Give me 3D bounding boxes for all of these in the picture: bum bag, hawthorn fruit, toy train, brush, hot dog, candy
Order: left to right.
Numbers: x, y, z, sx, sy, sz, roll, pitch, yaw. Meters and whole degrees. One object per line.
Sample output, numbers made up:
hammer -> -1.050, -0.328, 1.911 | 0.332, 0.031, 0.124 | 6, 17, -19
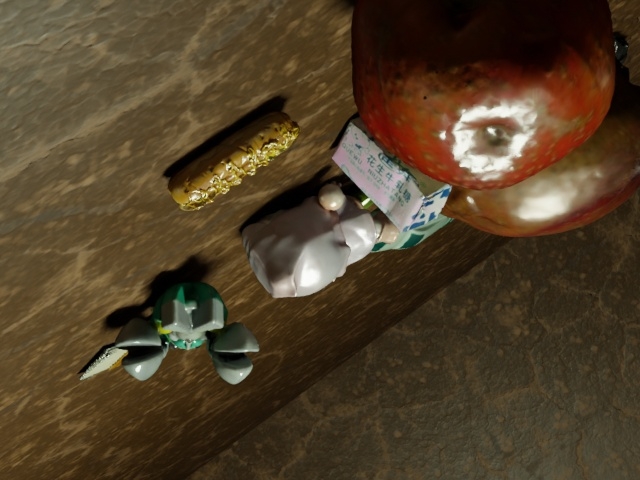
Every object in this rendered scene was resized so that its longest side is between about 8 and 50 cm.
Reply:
brush -> -0.261, 0.160, 1.799 | 0.090, 0.017, 0.314 | -41, 167, 33
hot dog -> -0.096, -0.091, 1.244 | 0.165, 0.045, 0.071 | -33, 165, -6
candy -> 0.098, -0.098, 1.473 | 0.073, 0.160, 0.092 | -31, 160, -34
toy train -> 0.179, -0.054, 1.910 | 0.407, 0.088, 0.086 | -31, 169, -48
hawthorn fruit -> 0.152, -0.191, 1.069 | 0.275, 0.275, 0.299 | -37, 158, 3
hawthorn fruit -> 0.307, -0.149, 1.560 | 0.325, 0.308, 0.308 | -22, 163, -21
bum bag -> 0.506, -0.323, 1.969 | 0.087, 0.049, 0.198 | -47, 164, 22

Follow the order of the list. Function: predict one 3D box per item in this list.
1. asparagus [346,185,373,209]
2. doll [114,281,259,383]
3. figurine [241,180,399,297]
asparagus -> 0.063, -0.067, 1.762 | 0.178, 0.045, 0.041 | -39, 133, 17
doll -> -0.178, 0.141, 1.619 | 0.195, 0.153, 0.258 | -10, 169, 15
figurine -> 0.000, 0.000, 1.629 | 0.276, 0.133, 0.200 | -23, 159, -47
